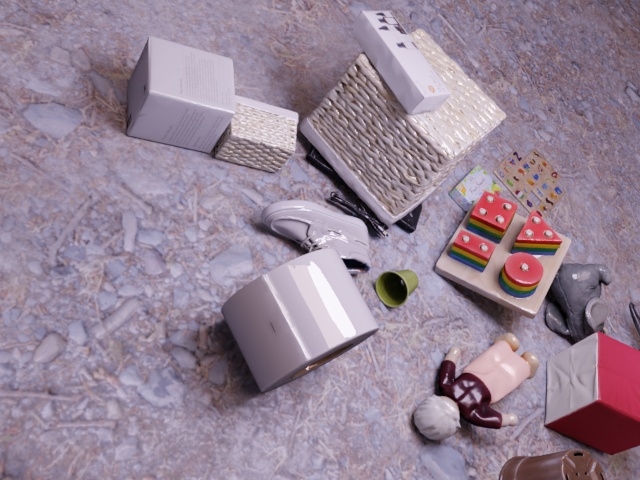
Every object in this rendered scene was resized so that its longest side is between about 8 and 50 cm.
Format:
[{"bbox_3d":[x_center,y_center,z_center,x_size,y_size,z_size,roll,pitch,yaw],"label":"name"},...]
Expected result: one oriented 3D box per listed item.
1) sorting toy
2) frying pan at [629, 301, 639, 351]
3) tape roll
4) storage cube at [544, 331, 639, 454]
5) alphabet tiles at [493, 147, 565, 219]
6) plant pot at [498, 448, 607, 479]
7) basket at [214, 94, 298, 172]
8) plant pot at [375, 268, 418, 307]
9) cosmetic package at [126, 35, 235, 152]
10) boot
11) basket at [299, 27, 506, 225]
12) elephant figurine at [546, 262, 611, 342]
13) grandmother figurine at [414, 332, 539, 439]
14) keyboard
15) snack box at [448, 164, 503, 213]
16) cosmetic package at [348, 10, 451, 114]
[{"bbox_3d":[0.446,0.016,1.687,0.255,0.089,0.257,27,56,16],"label":"sorting toy"},{"bbox_3d":[0.869,0.344,1.864,0.197,0.053,0.326,-30,81,-40],"label":"frying pan"},{"bbox_3d":[-0.037,0.147,1.289,0.246,0.246,0.169,-19,75,-38],"label":"tape roll"},{"bbox_3d":[0.654,0.352,1.624,0.193,0.215,0.184,25,52,-10],"label":"storage cube"},{"bbox_3d":[0.616,-0.177,2.053,0.198,0.009,0.237,48,48,2],"label":"alphabet tiles"},{"bbox_3d":[0.483,0.507,1.449,0.166,0.165,0.167,15,55,-23],"label":"plant pot"},{"bbox_3d":[-0.141,-0.228,1.538,0.167,0.113,0.103,11,60,-26],"label":"basket"},{"bbox_3d":[0.179,0.098,1.571,0.079,0.083,0.083,-20,74,-51],"label":"plant pot"},{"bbox_3d":[-0.289,-0.297,1.460,0.183,0.151,0.152,10,57,-28],"label":"cosmetic package"},{"bbox_3d":[0.000,0.000,1.497,0.258,0.095,0.123,11,51,-28],"label":"boot"},{"bbox_3d":[0.195,-0.278,1.659,0.331,0.266,0.328,47,44,6],"label":"basket"},{"bbox_3d":[0.658,0.183,1.777,0.185,0.169,0.240,2,75,1],"label":"elephant figurine"},{"bbox_3d":[0.334,0.324,1.518,0.342,0.104,0.208,-22,48,-36],"label":"grandmother figurine"},{"bbox_3d":[0.101,-0.116,1.677,0.317,0.033,0.202,34,44,-9],"label":"keyboard"},{"bbox_3d":[0.414,-0.129,1.876,0.100,0.037,0.141,46,49,2],"label":"snack box"},{"bbox_3d":[0.166,-0.377,1.481,0.098,0.060,0.239,-19,70,-41],"label":"cosmetic package"}]
